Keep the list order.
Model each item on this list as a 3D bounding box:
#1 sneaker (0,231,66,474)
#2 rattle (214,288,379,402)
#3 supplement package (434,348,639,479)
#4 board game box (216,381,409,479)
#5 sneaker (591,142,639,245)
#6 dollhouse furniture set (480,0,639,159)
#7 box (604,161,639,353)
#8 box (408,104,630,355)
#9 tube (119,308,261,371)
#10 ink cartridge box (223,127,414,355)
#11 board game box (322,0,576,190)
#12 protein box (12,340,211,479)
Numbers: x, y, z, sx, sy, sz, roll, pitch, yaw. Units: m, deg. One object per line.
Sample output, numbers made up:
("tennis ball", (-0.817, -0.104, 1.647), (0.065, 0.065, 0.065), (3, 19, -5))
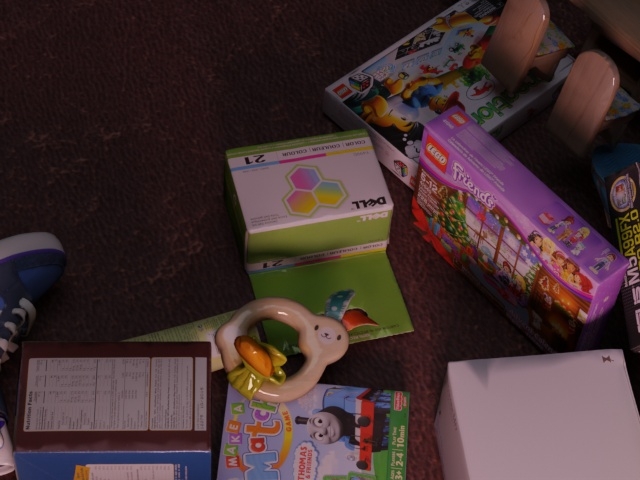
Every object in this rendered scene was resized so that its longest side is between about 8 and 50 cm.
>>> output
("sneaker", (-0.378, 0.153, 1.790), (0.322, 0.130, 0.236), (-30, 71, -28))
("rattle", (-0.014, 0.095, 1.791), (0.199, 0.143, 0.130), (-16, 57, -17))
("supplement package", (0.249, 0.270, 1.725), (0.204, 0.145, 0.262), (-4, 54, -7))
("board game box", (-0.008, 0.238, 1.795), (0.211, 0.039, 0.160), (5, 54, 0))
("sneaker", (0.393, -0.038, 1.999), (0.087, 0.092, 0.229), (-4, 43, -5))
("dollhouse furniture set", (0.382, -0.361, 2.079), (0.362, 0.256, 0.394), (-21, 56, -35))
("box", (0.467, 0.032, 1.866), (0.270, 0.060, 0.216), (7, 67, -32))
("box", (0.228, 0.002, 1.886), (0.057, 0.201, 0.293), (-32, 62, -24))
("tube", (-0.190, 0.140, 1.847), (0.240, 0.062, 0.070), (-17, 18, -12))
("ink cartridge box", (0.000, 0.000, 1.935), (0.188, 0.097, 0.255), (-10, 54, -11))
("board game box", (0.178, -0.205, 2.124), (0.305, 0.053, 0.193), (-36, 64, -26))
("protein box", (-0.217, 0.216, 1.695), (0.201, 0.200, 0.136), (0, 54, -4))
